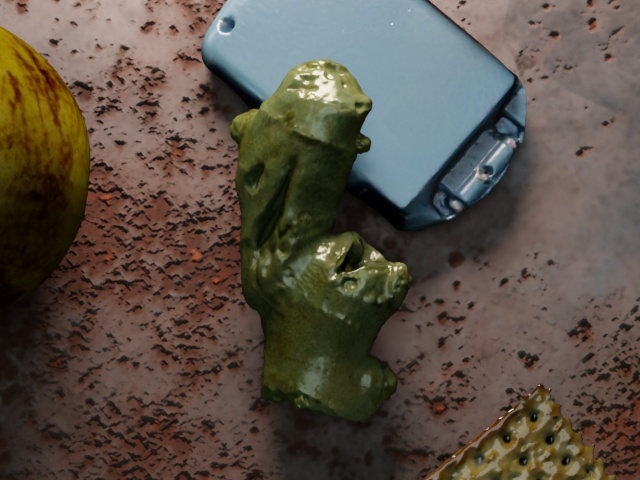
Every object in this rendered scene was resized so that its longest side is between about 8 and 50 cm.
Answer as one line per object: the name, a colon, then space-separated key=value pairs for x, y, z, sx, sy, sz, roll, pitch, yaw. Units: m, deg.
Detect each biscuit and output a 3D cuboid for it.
biscuit: x=0.196 y=0.244 z=1.313 sx=0.139 sy=0.016 sz=0.231 roll=-38 pitch=89 yaw=-6

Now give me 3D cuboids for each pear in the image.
pear: x=-0.315 y=-0.058 z=1.273 sx=0.283 sy=0.283 sz=0.283 roll=0 pitch=79 yaw=1

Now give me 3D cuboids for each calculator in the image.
calculator: x=0.033 y=-0.138 z=1.387 sx=0.293 sy=0.051 sz=0.173 roll=40 pitch=84 yaw=9

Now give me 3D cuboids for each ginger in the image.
ginger: x=0.000 y=0.005 z=1.324 sx=0.137 sy=0.089 sz=0.290 roll=-12 pitch=88 yaw=35

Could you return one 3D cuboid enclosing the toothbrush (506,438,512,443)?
toothbrush: x=0.063 y=0.222 z=1.331 sx=0.294 sy=0.026 sz=0.028 roll=-35 pitch=62 yaw=-6
